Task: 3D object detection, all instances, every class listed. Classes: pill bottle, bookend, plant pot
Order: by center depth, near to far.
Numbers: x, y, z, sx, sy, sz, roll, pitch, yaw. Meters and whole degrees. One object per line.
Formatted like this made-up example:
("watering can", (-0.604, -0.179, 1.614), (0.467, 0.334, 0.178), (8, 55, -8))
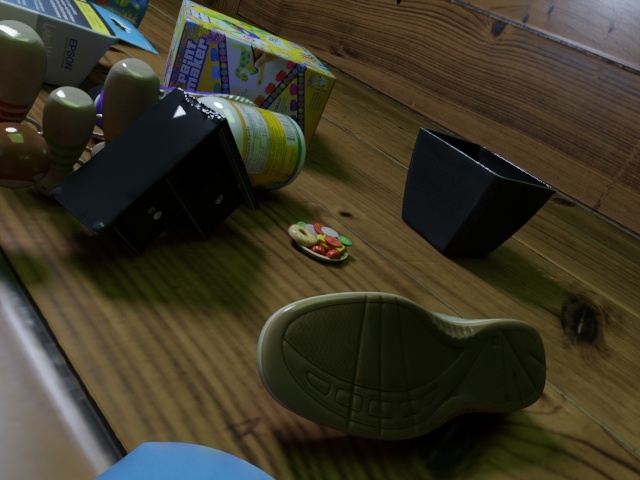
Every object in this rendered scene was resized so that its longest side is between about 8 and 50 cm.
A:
("bookend", (-0.155, -0.042, 0.509), (0.072, 0.156, 0.157), (35, 70, 22))
("pill bottle", (-0.123, -0.129, 0.669), (0.117, 0.118, 0.208), (37, 22, 25))
("plant pot", (0.255, -0.074, 0.874), (0.187, 0.167, 0.188), (4, 32, -40))

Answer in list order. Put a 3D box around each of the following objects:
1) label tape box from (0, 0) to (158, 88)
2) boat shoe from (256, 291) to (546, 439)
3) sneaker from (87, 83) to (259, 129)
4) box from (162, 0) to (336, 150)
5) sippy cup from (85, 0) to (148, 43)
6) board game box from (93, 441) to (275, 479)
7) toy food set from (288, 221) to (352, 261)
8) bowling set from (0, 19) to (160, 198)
("label tape box", (-0.483, -0.355, 0.818), (0.347, 0.115, 0.249), (7, 30, -40))
("boat shoe", (0.071, 0.105, 0.435), (0.302, 0.109, 0.098), (8, -11, -32))
("sneaker", (-0.216, -0.189, 0.746), (0.146, 0.102, 0.293), (22, 15, 29))
("box", (-0.159, -0.329, 0.988), (0.279, 0.177, 0.290), (14, 27, -23))
("sippy cup", (-0.541, -0.606, 1.161), (0.239, 0.306, 0.224), (7, -2, 36))
("board game box", (-0.073, 0.170, 0.231), (0.133, 0.033, 0.168), (27, 18, 17))
("toy food set", (0.000, 0.000, 0.658), (0.083, 0.020, 0.082), (30, 24, 13))
("bowling set", (-0.305, -0.099, 0.466), (0.286, 0.154, 0.200), (13, 45, -27))
